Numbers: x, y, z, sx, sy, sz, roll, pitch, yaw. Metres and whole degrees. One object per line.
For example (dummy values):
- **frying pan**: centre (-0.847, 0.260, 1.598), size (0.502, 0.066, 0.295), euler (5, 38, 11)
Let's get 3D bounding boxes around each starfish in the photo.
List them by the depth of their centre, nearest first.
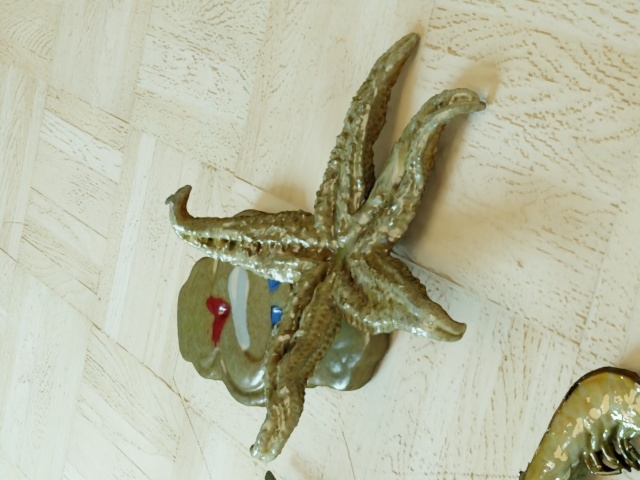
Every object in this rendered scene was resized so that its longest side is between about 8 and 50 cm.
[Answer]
- **starfish**: centre (0.004, 0.004, 1.075), size (0.327, 0.094, 0.375), euler (-1, 69, 38)

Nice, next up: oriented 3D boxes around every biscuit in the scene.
- **biscuit**: centre (-0.048, 0.071, 1.208), size (0.319, 0.047, 0.183), euler (23, 108, 51)

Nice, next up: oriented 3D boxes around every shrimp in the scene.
- **shrimp**: centre (0.192, 0.176, 0.880), size (0.124, 0.034, 0.178), euler (46, 119, 38)

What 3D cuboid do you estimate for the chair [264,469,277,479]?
- **chair**: centre (-0.031, 0.304, 1.114), size (0.221, 0.095, 0.104), euler (31, 123, 50)
